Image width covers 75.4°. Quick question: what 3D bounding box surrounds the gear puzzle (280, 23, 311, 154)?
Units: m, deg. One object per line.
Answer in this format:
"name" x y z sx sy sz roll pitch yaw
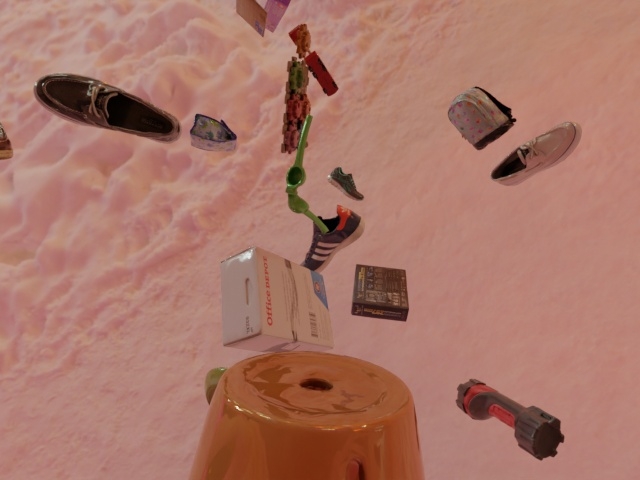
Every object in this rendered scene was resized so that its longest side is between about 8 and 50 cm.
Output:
"gear puzzle" -0.050 -0.414 1.154 0.044 0.175 0.339 11 109 14

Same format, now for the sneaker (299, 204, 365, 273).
"sneaker" 0.000 0.000 1.544 0.350 0.148 0.131 -44 22 23

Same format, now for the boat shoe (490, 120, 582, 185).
"boat shoe" 0.605 -0.246 1.190 0.088 0.267 0.096 1 70 -27

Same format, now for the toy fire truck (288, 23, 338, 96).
"toy fire truck" -0.019 -0.549 1.272 0.047 0.192 0.135 -31 46 15

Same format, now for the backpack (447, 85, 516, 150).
"backpack" 0.489 -0.384 1.290 0.182 0.152 0.115 49 54 -2

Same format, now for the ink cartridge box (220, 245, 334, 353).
"ink cartridge box" -0.109 0.174 1.090 0.128 0.307 0.223 -23 60 26

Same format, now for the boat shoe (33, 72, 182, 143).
"boat shoe" -0.503 -0.325 0.992 0.334 0.119 0.121 12 90 -18

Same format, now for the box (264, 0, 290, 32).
"box" -0.094 -0.711 1.141 0.201 0.057 0.293 -64 19 7

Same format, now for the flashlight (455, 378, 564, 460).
"flashlight" 0.447 0.433 1.017 0.103 0.304 0.103 -18 93 -9

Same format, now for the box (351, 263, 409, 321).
"box" 0.203 0.174 1.420 0.183 0.059 0.233 7 30 4

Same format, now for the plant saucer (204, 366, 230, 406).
"plant saucer" -0.220 0.442 1.108 0.240 0.241 0.037 11 34 22

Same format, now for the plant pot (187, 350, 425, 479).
"plant pot" -0.012 0.245 0.436 0.290 0.291 0.204 5 92 20

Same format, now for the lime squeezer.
"lime squeezer" -0.035 -0.135 1.002 0.109 0.311 0.058 -23 32 -24

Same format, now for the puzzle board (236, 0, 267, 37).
"puzzle board" -0.176 -0.588 1.064 0.096 0.128 0.011 41 83 -9

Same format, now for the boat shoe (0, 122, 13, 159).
"boat shoe" -0.710 -0.269 0.792 0.342 0.123 0.123 36 118 22

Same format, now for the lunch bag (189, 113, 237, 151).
"lunch bag" -0.360 -0.356 1.413 0.151 0.129 0.097 19 81 -12

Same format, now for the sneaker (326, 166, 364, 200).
"sneaker" 0.103 -0.214 1.552 0.166 0.065 0.076 38 113 7
